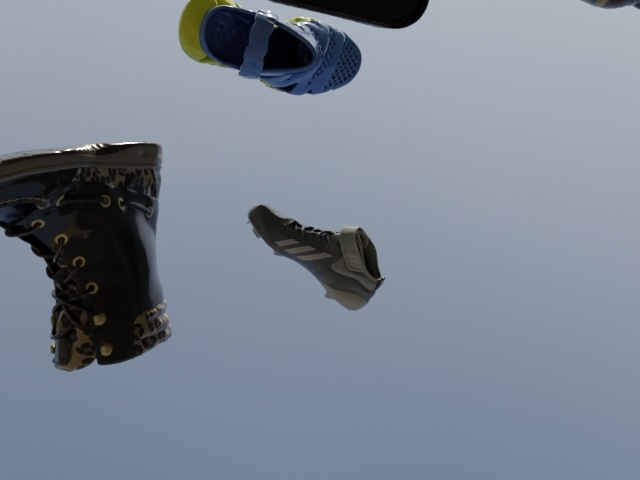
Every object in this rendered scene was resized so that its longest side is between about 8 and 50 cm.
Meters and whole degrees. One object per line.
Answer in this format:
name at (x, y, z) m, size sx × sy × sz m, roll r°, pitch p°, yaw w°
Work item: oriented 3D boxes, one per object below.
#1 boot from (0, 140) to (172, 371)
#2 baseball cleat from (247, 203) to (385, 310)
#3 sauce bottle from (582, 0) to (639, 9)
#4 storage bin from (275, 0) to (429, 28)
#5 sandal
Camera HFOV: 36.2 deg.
boot at (-0.330, 0.025, 1.243) m, size 0.138 × 0.377 × 0.284 m, roll -2°, pitch -81°, yaw 31°
baseball cleat at (0.000, 0.000, 1.320) m, size 0.206 × 0.109 × 0.072 m, roll 40°, pitch -150°, yaw 4°
sauce bottle at (0.335, -0.357, 1.223) m, size 0.344 × 0.111 × 0.111 m, roll 18°, pitch -118°, yaw -20°
storage bin at (0.026, -0.242, 0.665) m, size 0.122 × 0.084 × 0.180 m, roll 12°, pitch -77°, yaw -5°
sandal at (-0.050, -0.274, 1.445) m, size 0.317 × 0.126 × 0.138 m, roll -1°, pitch -161°, yaw -44°
